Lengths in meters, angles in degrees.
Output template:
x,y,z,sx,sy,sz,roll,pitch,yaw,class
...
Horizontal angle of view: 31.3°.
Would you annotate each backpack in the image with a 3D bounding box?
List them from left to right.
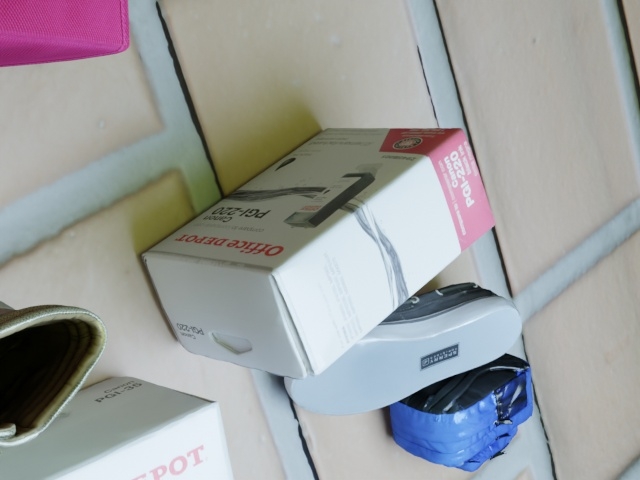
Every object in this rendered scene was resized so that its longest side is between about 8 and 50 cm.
x,y,z,sx,sy,sz,roll,pitch,yaw,class
0.124,0.156,1.026,0.120,0.098,0.101,-23,113,-40,backpack

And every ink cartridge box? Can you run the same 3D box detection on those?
x,y,z,sx,sy,sz,roll,pitch,yaw,class
-0.154,0.262,0.769,0.207,0.117,0.283,-21,106,-39,ink cartridge box
0.000,0.000,0.862,0.218,0.158,0.092,-39,119,-34,ink cartridge box

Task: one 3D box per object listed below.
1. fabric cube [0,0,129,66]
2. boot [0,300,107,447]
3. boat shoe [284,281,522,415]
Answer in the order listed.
x,y,z,sx,sy,sz,roll,pitch,yaw,class
-0.261,-0.202,0.493,0.258,0.254,0.259,-19,107,-70,fabric cube
-0.240,0.095,0.647,0.213,0.165,0.077,-35,114,-37,boot
0.063,0.082,0.982,0.228,0.076,0.080,-17,125,-23,boat shoe
